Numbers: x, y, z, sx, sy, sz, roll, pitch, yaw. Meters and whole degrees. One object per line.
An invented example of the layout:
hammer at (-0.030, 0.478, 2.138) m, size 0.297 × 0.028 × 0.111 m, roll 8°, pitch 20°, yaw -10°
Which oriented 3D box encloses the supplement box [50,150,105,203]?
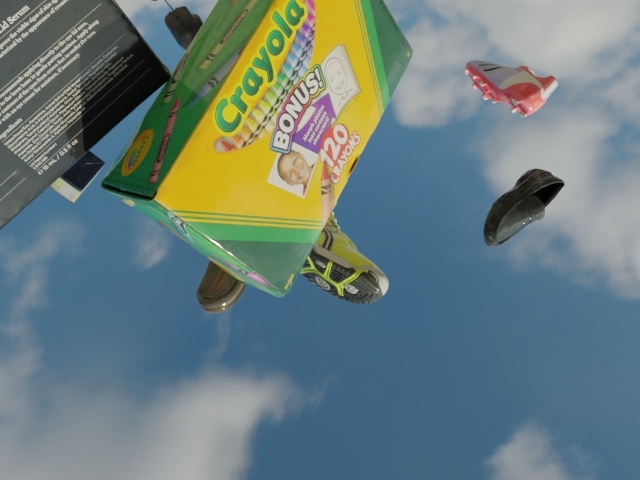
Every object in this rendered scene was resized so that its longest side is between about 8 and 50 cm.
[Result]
supplement box at (-0.493, -0.132, 1.236) m, size 0.056 × 0.083 × 0.083 m, roll 40°, pitch -123°, yaw -17°

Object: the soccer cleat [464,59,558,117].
soccer cleat at (0.398, -0.340, 1.297) m, size 0.095 × 0.083 × 0.248 m, roll -39°, pitch -144°, yaw 5°

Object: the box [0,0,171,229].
box at (-0.268, -0.110, 0.423) m, size 0.261 × 0.184 × 0.103 m, roll -45°, pitch -125°, yaw -8°

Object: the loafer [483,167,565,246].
loafer at (0.390, -0.064, 1.168) m, size 0.078 × 0.076 × 0.223 m, roll 20°, pitch -129°, yaw 41°

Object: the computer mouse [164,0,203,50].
computer mouse at (-0.316, -0.496, 1.286) m, size 0.071 × 0.041 × 0.242 m, roll -36°, pitch -102°, yaw 3°

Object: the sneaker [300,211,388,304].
sneaker at (0.000, 0.000, 1.279) m, size 0.384 × 0.145 × 0.147 m, roll 30°, pitch -117°, yaw 37°

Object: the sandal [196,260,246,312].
sandal at (-0.122, -0.007, 0.842) m, size 0.090 × 0.060 × 0.219 m, roll 2°, pitch -123°, yaw 35°

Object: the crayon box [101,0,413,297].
crayon box at (-0.039, -0.114, 0.531) m, size 0.081 × 0.165 × 0.278 m, roll 14°, pitch -109°, yaw 42°
